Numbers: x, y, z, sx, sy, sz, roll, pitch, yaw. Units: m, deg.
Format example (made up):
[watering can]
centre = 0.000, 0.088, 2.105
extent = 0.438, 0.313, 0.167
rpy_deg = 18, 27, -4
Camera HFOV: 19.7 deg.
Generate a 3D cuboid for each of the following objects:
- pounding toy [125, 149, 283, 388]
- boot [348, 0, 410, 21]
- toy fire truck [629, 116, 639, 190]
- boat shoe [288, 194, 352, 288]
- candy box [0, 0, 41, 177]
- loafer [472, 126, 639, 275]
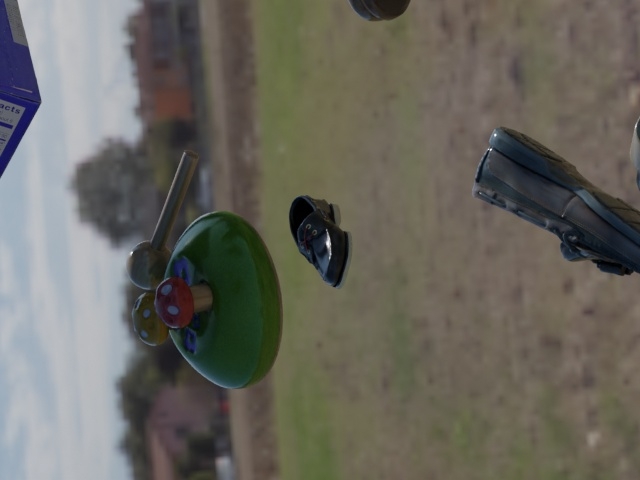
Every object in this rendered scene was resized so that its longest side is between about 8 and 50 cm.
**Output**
[pounding toy]
centre = -0.144, 0.048, 1.865
extent = 0.237, 0.110, 0.183
rpy_deg = 54, 137, 35
[boot]
centre = 0.021, -0.331, 2.001
extent = 0.112, 0.115, 0.305
rpy_deg = 35, -148, -41
[toy fire truck]
centre = 0.405, -0.115, 1.570
extent = 0.246, 0.217, 0.158
rpy_deg = -61, -14, -15
[boat shoe]
centre = -0.001, 0.002, 1.561
extent = 0.133, 0.042, 0.049
rpy_deg = -110, 38, -63
[candy box]
centre = -0.425, -0.117, 1.961
extent = 0.317, 0.122, 0.268
rpy_deg = -56, 33, 27
[loafer]
centre = 0.259, -0.018, 1.858
extent = 0.267, 0.096, 0.084
rpy_deg = 41, 109, 38
